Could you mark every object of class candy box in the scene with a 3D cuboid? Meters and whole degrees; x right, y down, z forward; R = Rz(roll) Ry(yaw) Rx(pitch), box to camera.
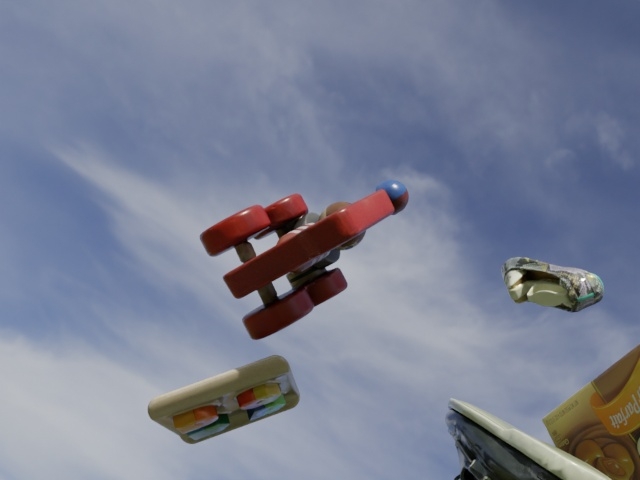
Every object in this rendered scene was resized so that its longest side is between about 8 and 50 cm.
[{"bbox_3d":[0.408,0.223,0.845,0.182,0.088,0.316,66,-28,28],"label":"candy box"}]

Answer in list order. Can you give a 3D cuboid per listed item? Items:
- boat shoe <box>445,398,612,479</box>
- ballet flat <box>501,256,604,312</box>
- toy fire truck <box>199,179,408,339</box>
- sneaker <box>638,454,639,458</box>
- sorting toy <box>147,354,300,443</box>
[{"bbox_3d":[0.211,0.272,0.838,0.127,0.113,0.340,28,-6,-12],"label":"boat shoe"},{"bbox_3d":[0.179,0.037,0.600,0.041,0.041,0.114,55,-18,-18],"label":"ballet flat"},{"bbox_3d":[0.000,0.000,1.029,0.254,0.302,0.169,-27,-90,28],"label":"toy fire truck"},{"bbox_3d":[0.253,0.109,0.424,0.237,0.085,0.086,79,-14,-45],"label":"sneaker"},{"bbox_3d":[-0.125,0.236,1.019,0.208,0.193,0.038,82,-12,-63],"label":"sorting toy"}]
